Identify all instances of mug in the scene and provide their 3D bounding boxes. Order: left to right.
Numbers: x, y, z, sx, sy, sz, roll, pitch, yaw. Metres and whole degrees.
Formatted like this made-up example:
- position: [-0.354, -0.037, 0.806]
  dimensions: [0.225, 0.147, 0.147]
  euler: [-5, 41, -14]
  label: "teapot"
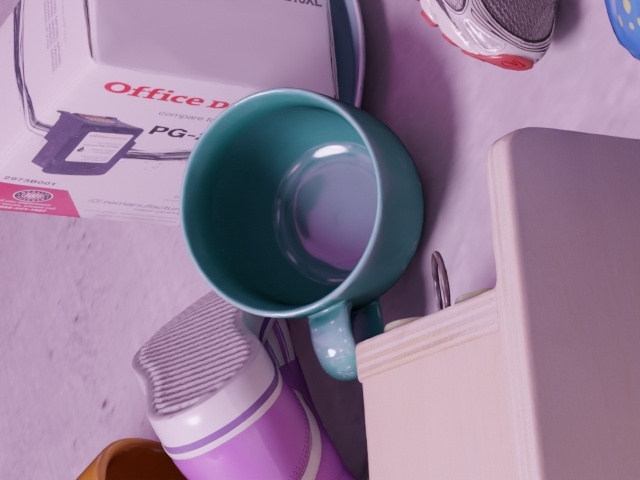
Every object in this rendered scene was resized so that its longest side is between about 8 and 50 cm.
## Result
- position: [-0.007, -0.006, 0.922]
  dimensions: [0.129, 0.097, 0.158]
  euler: [12, 92, 24]
  label: "mug"

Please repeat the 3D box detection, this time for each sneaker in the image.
- position: [-0.037, 0.121, 0.976]
  dimensions: [0.102, 0.161, 0.282]
  euler: [-33, 14, 7]
  label: "sneaker"
- position: [0.095, -0.198, 0.815]
  dimensions: [0.093, 0.088, 0.225]
  euler: [-19, 69, 56]
  label: "sneaker"

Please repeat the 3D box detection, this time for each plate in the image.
- position: [-0.013, -0.100, 1.046]
  dimensions: [0.188, 0.024, 0.188]
  euler: [-17, 70, 58]
  label: "plate"

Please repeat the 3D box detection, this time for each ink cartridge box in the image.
- position: [-0.121, -0.099, 1.034]
  dimensions: [0.237, 0.172, 0.100]
  euler: [-34, 57, 53]
  label: "ink cartridge box"

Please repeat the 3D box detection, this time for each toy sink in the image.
- position: [0.111, 0.087, 0.678]
  dimensions: [0.131, 0.153, 0.234]
  euler: [-27, 63, 56]
  label: "toy sink"

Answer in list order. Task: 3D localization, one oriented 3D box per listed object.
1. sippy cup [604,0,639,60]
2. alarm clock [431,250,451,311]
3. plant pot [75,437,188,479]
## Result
- position: [0.177, -0.175, 0.535]
  dimensions: [0.240, 0.305, 0.224]
  euler: [9, 115, 38]
  label: "sippy cup"
- position: [0.065, 0.095, 0.794]
  dimensions: [0.129, 0.064, 0.192]
  euler: [-96, 1, -66]
  label: "alarm clock"
- position: [-0.111, 0.253, 0.917]
  dimensions: [0.188, 0.205, 0.205]
  euler: [-46, 42, 12]
  label: "plant pot"
